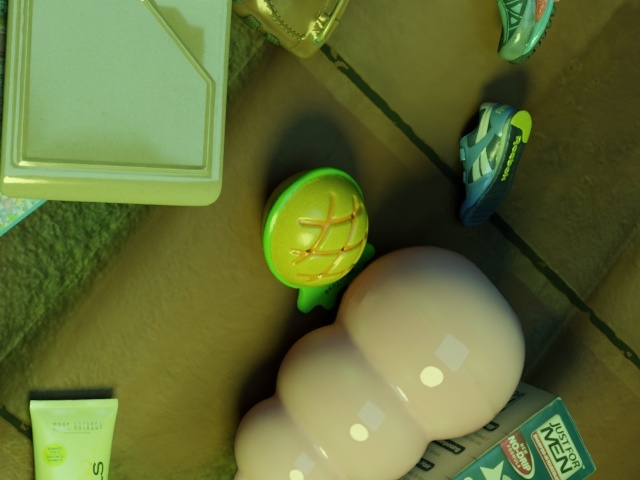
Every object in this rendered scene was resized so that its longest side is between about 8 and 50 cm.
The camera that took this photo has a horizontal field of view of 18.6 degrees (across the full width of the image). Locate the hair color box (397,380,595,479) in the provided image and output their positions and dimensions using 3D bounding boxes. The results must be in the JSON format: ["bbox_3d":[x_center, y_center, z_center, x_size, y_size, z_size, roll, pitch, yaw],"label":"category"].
[{"bbox_3d":[0.101,0.284,2.076,0.347,0.174,0.105,-35,112,-16],"label":"hair color box"}]

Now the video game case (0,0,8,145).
[{"bbox_3d":[-0.284,-0.182,1.886,0.212,0.023,0.193,12,89,-21],"label":"video game case"}]

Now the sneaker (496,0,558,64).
[{"bbox_3d":[0.186,-0.318,2.077,0.125,0.104,0.262,1,94,-8],"label":"sneaker"}]

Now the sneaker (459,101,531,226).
[{"bbox_3d":[0.179,-0.084,2.125,0.053,0.059,0.144,-4,120,-56],"label":"sneaker"}]

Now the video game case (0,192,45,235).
[{"bbox_3d":[-0.292,-0.094,1.916,0.166,0.015,0.119,-39,112,-15],"label":"video game case"}]

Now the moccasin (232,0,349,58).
[{"bbox_3d":[0.056,-0.358,1.969,0.147,0.139,0.380,32,84,-27],"label":"moccasin"}]

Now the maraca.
[{"bbox_3d":[0.000,0.000,2.029,0.127,0.099,0.186,-38,138,-13],"label":"maraca"}]

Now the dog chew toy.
[{"bbox_3d":[0.049,0.157,2.026,0.332,0.206,0.206,-38,113,-6],"label":"dog chew toy"}]

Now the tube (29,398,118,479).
[{"bbox_3d":[-0.253,0.279,1.974,0.070,0.062,0.240,-3,96,-66],"label":"tube"}]

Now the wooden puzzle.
[{"bbox_3d":[-0.197,-0.155,1.889,0.221,0.044,0.239,2,98,-21],"label":"wooden puzzle"}]
